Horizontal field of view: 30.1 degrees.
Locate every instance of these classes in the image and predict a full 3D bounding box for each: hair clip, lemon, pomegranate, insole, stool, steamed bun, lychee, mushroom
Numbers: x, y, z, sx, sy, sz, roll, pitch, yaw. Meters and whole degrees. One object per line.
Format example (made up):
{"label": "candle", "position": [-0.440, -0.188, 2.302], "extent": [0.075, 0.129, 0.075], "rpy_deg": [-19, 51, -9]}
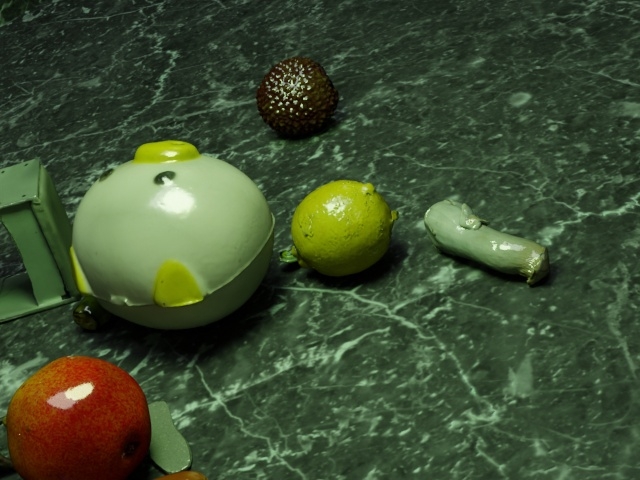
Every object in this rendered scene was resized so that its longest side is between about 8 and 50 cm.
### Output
{"label": "hair clip", "position": [0.000, 0.000, 2.244], "extent": [0.188, 0.033, 0.060], "rpy_deg": [-32, 36, -29]}
{"label": "lemon", "position": [0.036, -0.019, 2.129], "extent": [0.206, 0.173, 0.173], "rpy_deg": [-36, 29, 13]}
{"label": "pomegranate", "position": [-0.381, 0.282, 1.812], "extent": [0.257, 0.221, 0.221], "rpy_deg": [0, 34, 38]}
{"label": "insole", "position": [-0.247, 0.313, 1.883], "extent": [0.063, 0.010, 0.192], "rpy_deg": [-22, 31, -10]}
{"label": "stool", "position": [-0.625, 0.013, 2.312], "extent": [0.270, 0.243, 0.170], "rpy_deg": [-18, 31, -2]}
{"label": "steamed bun", "position": [-0.263, -0.002, 2.110], "extent": [0.374, 0.334, 0.334], "rpy_deg": [2, 35, 37]}
{"label": "lychee", "position": [-0.058, -0.318, 2.645], "extent": [0.188, 0.188, 0.188], "rpy_deg": [-12, 31, 7]}
{"label": "mushroom", "position": [0.281, 0.003, 2.061], "extent": [0.278, 0.096, 0.099], "rpy_deg": [28, 97, 47]}

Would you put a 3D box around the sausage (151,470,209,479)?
{"label": "sausage", "position": [-0.292, 0.406, 1.688], "extent": [0.300, 0.083, 0.089], "rpy_deg": [-21, 45, -6]}

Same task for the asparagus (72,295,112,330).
{"label": "asparagus", "position": [-0.383, 0.074, 2.284], "extent": [0.067, 0.060, 0.277], "rpy_deg": [-25, 21, 40]}

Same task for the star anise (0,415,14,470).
{"label": "star anise", "position": [-0.601, 0.343, 1.903], "extent": [0.212, 0.129, 0.282], "rpy_deg": [-15, 39, 14]}
